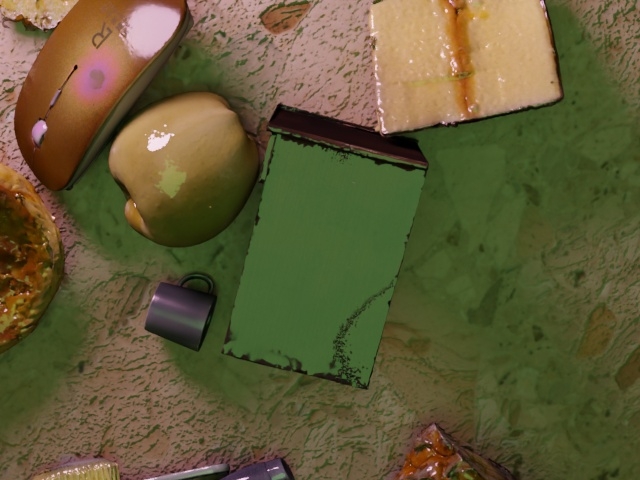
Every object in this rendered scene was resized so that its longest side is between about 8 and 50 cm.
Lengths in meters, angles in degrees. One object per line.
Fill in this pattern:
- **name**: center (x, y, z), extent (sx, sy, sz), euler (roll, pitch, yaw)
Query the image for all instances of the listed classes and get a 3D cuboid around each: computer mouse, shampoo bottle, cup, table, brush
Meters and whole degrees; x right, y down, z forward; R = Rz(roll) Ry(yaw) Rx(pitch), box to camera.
- **computer mouse**: center (-0.281, -0.204, 1.769), extent (0.310, 0.072, 0.158), euler (-50, 57, 17)
- **shampoo bottle**: center (-0.144, 0.365, 1.916), extent (0.234, 0.049, 0.087), euler (-29, 136, 5)
- **cup**: center (-0.180, 0.087, 1.869), extent (0.077, 0.078, 0.100), euler (19, 66, 1)
- **table**: center (0.000, 0.000, 1.758), extent (0.196, 0.250, 0.282), euler (14, 101, -3)
- **brush**: center (-0.271, 0.316, 1.919), extent (0.297, 0.068, 0.060), euler (-11, 78, -1)

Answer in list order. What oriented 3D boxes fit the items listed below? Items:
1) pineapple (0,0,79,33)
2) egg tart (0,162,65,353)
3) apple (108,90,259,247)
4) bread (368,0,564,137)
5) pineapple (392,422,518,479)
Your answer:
- **pineapple**: center (-0.351, -0.361, 1.797), extent (0.221, 0.047, 0.221), euler (0, 101, 1)
- **egg tart**: center (-0.470, 0.023, 1.819), extent (0.290, 0.115, 0.290), euler (-7, 113, -16)
- **apple**: center (-0.172, -0.090, 1.776), extent (0.200, 0.200, 0.200), euler (0, 100, 0)
- **bread**: center (0.172, -0.238, 1.769), extent (0.240, 0.135, 0.178), euler (-10, 100, 5)
- **pineapple**: center (0.202, 0.455, 1.858), extent (0.344, 0.209, 0.286), euler (35, 99, -7)
